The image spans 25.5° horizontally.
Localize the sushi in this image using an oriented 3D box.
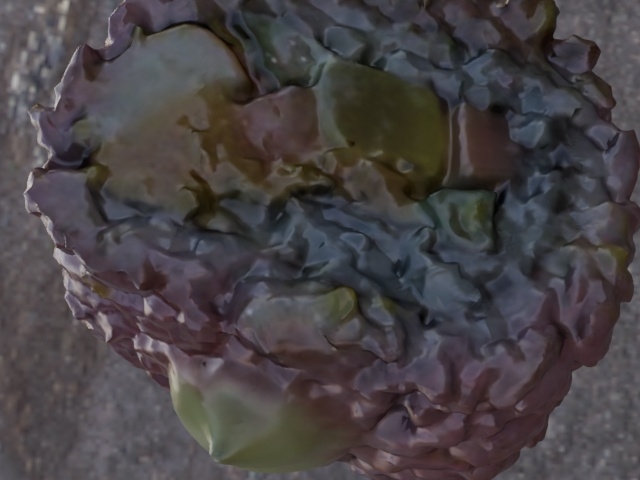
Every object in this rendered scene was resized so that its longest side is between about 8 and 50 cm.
[{"bbox_3d":[0.000,0.000,0.650,0.171,0.270,0.236,109,178,-61],"label":"sushi"}]
